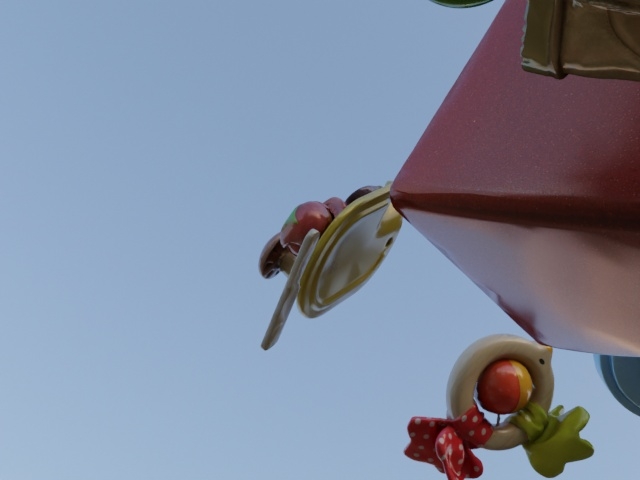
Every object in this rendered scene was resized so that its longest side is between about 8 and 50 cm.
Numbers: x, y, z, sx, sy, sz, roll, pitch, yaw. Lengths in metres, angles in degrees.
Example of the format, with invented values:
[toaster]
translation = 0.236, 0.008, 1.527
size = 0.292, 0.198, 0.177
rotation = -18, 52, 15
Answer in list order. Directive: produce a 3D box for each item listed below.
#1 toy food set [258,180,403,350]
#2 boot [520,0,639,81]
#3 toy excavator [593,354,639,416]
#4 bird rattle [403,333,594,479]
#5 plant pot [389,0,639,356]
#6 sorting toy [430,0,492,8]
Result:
[toy food set]
translation = 0.000, 0.000, 0.709
size = 0.071, 0.218, 0.128
rotation = 31, -61, 21
[boot]
translation = 0.237, -0.150, 0.347
size = 0.269, 0.089, 0.236
rotation = 18, -33, 25
[toy excavator]
translation = 0.587, 0.117, 0.981
size = 0.432, 0.445, 0.222
rotation = -35, -80, 11
[bird rattle]
translation = 0.240, 0.232, 1.065
size = 0.253, 0.143, 0.207
rotation = 2, -87, -10
[plant pot]
translation = 0.267, -0.054, 0.604
size = 0.267, 0.235, 0.267
rotation = 39, -102, -33
[sorting toy]
translation = 0.054, -0.130, 0.310
size = 0.061, 0.102, 0.042
rotation = -34, -23, 11
